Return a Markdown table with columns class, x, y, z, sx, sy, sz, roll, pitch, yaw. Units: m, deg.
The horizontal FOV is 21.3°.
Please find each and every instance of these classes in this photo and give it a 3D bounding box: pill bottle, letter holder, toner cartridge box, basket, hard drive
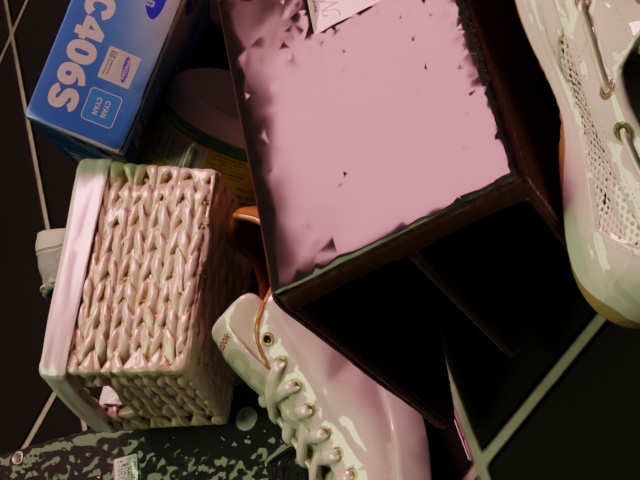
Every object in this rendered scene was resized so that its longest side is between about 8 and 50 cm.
| class | x | y | z | sx | sy | sz | roll | pitch | yaw |
| --- | --- | --- | --- | --- | --- | --- | --- | --- | --- |
| pill bottle | -0.091 | -0.017 | 1.306 | 0.208 | 0.117 | 0.117 | -67 | 31 | 22 |
| letter holder | 0.065 | -0.066 | 1.036 | 0.152 | 0.214 | 0.302 | -26 | 50 | 18 |
| toner cartridge box | -0.147 | -0.139 | 1.316 | 0.348 | 0.075 | 0.165 | 158 | 132 | -86 |
| basket | -0.113 | 0.038 | 1.165 | 0.113 | 0.103 | 0.167 | 61 | -149 | -59 |
| hard drive | -0.136 | 0.247 | 1.200 | 0.339 | 0.064 | 0.237 | -18 | 61 | 23 |

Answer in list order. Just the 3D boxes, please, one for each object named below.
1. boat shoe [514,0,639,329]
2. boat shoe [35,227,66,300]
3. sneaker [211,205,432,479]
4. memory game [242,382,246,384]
| class | x | y | z | sx | sy | sz | roll | pitch | yaw |
| --- | --- | --- | --- | --- | --- | --- | --- | --- | --- |
| boat shoe | 0.172 | -0.098 | 0.886 | 0.096 | 0.098 | 0.277 | -31 | 64 | 54 |
| boat shoe | -0.205 | 0.027 | 1.554 | 0.227 | 0.079 | 0.081 | 174 | 94 | -66 |
| sneaker | -0.007 | 0.103 | 1.094 | 0.106 | 0.123 | 0.290 | 115 | 150 | -53 |
| memory game | -0.050 | 0.195 | 1.275 | 0.186 | 0.012 | 0.186 | -27 | 59 | 56 |
